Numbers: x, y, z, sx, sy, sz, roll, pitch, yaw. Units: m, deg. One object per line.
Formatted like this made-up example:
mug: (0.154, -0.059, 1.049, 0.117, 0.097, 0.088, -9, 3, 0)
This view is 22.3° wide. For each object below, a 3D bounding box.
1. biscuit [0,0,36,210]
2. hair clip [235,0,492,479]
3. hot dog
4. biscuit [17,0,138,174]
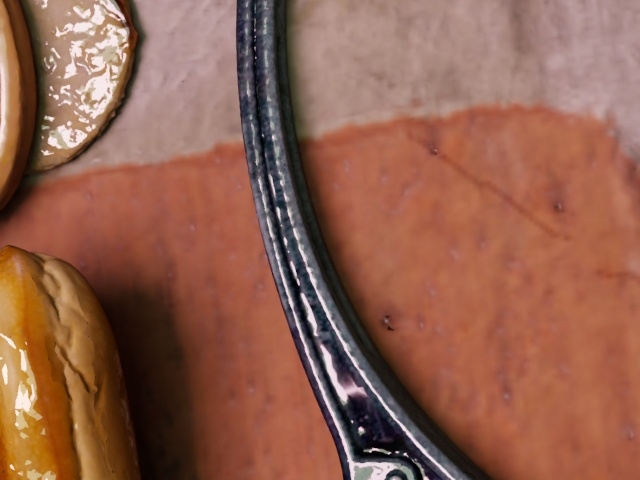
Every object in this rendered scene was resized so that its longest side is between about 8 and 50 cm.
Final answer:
biscuit: (-0.234, -0.030, 0.728, 0.202, 0.044, 0.289, 22, 96, 14)
hair clip: (0.000, 0.000, 0.681, 0.083, 0.048, 0.275, -21, 84, 16)
hot dog: (-0.116, 0.170, 0.673, 0.135, 0.100, 0.337, -9, 94, 23)
biscuit: (-0.138, -0.087, 0.727, 0.120, 0.015, 0.120, 0, 90, 13)
